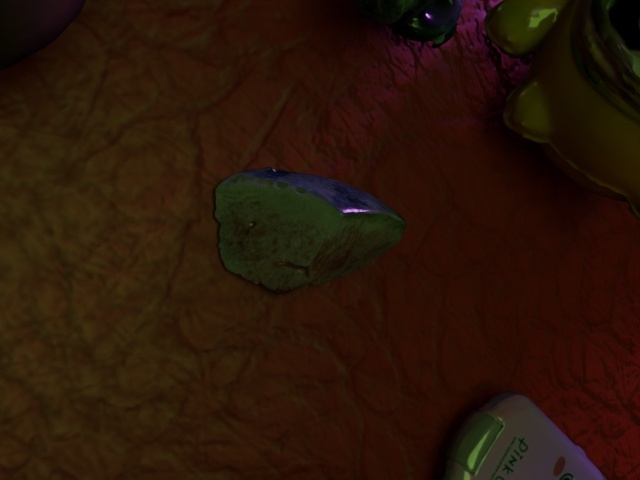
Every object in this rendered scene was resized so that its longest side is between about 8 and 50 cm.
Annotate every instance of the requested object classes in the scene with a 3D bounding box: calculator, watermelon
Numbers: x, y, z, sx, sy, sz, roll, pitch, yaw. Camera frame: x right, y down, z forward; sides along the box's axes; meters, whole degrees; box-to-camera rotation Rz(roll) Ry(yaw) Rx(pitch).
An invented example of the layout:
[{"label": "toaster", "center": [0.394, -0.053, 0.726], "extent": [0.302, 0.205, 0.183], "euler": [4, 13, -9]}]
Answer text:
[{"label": "calculator", "center": [0.211, 0.257, 0.663], "extent": [0.246, 0.045, 0.141], "euler": [46, 70, -18]}, {"label": "watermelon", "center": [0.004, -0.009, 0.572], "extent": [0.180, 0.081, 0.094], "euler": [-7, 116, -21]}]

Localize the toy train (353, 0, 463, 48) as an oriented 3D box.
[{"label": "toy train", "center": [0.138, -0.353, 0.598], "extent": [0.397, 0.160, 0.253], "euler": [-41, 98, -22]}]

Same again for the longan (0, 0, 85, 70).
[{"label": "longan", "center": [-0.222, -0.229, 0.382], "extent": [0.215, 0.246, 0.246], "euler": [21, 79, -10]}]

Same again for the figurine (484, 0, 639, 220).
[{"label": "figurine", "center": [0.342, -0.186, 0.661], "extent": [0.324, 0.231, 0.340], "euler": [39, 79, 7]}]
